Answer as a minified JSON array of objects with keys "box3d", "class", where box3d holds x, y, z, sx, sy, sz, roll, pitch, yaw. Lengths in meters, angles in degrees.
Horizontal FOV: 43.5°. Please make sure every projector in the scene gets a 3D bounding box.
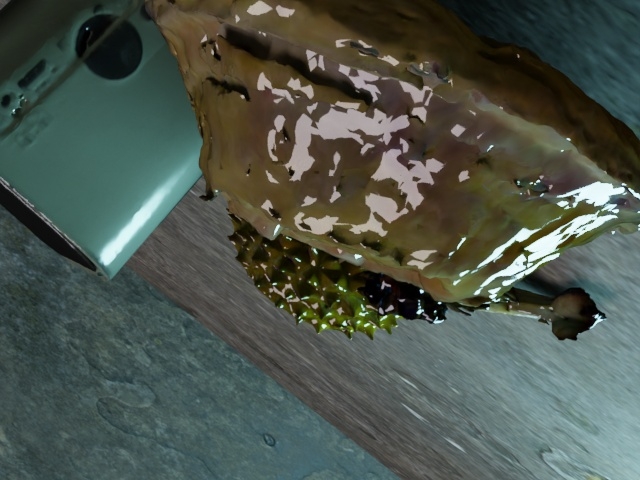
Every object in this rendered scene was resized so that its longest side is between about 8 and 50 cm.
[{"box3d":[-0.253,-0.136,0.850,0.248,0.249,0.248,47,162,-28],"class":"projector"}]

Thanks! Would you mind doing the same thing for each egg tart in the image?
[{"box3d":[0.037,-0.052,0.515,0.351,0.150,0.352,23,-178,-1],"class":"egg tart"}]

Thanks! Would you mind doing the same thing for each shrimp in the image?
[{"box3d":[0.142,0.053,0.720,0.222,0.054,0.290,10,179,17],"class":"shrimp"}]

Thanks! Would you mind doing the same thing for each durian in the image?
[{"box3d":[-0.002,0.003,0.895,0.260,0.187,0.154,23,168,4],"class":"durian"}]
